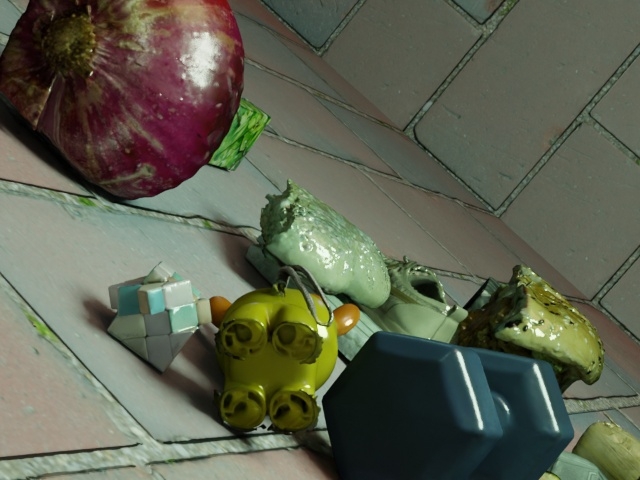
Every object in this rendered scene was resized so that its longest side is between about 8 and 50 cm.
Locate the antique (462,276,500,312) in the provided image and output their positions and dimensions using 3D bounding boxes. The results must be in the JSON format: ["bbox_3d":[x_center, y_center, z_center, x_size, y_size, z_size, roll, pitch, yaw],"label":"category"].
[{"bbox_3d":[0.253,0.120,2.194,0.088,0.086,0.183,41,11,4],"label":"antique"}]

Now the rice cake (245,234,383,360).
[{"bbox_3d":[0.014,0.080,1.693,0.211,0.038,0.124,46,13,29],"label":"rice cake"}]

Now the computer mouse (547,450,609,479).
[{"bbox_3d":[0.294,0.295,1.686,0.126,0.071,0.231,40,12,2],"label":"computer mouse"}]

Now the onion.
[{"bbox_3d":[-0.190,-0.180,1.541,0.230,0.256,0.272,29,24,16],"label":"onion"}]

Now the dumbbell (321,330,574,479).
[{"bbox_3d":[0.129,0.170,1.409,0.144,0.160,0.325,44,11,22],"label":"dumbbell"}]

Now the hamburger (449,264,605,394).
[{"bbox_3d":[0.267,0.150,1.911,0.192,0.168,0.288,37,11,-2],"label":"hamburger"}]

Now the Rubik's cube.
[{"bbox_3d":[-0.132,0.056,1.225,0.084,0.073,0.075,38,11,-21],"label":"Rubik's cube"}]

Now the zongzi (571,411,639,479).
[{"bbox_3d":[0.390,0.324,1.854,0.194,0.099,0.197,40,22,12],"label":"zongzi"}]

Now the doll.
[{"bbox_3d":[-0.040,0.084,1.292,0.142,0.135,0.221,2,17,4],"label":"doll"}]

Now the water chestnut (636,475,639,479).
[{"bbox_3d":[0.456,0.328,1.695,0.223,0.224,0.238,39,-4,-5],"label":"water chestnut"}]

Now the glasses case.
[{"bbox_3d":[-0.167,-0.159,1.895,0.062,0.095,0.272,39,10,23],"label":"glasses case"}]

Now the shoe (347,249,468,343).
[{"bbox_3d":[0.101,0.065,1.896,0.103,0.098,0.275,36,10,-37],"label":"shoe"}]

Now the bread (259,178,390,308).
[{"bbox_3d":[0.000,0.000,1.699,0.172,0.064,0.232,48,13,29],"label":"bread"}]

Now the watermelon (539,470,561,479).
[{"bbox_3d":[0.217,0.293,1.527,0.163,0.086,0.069,-84,160,-74],"label":"watermelon"}]
